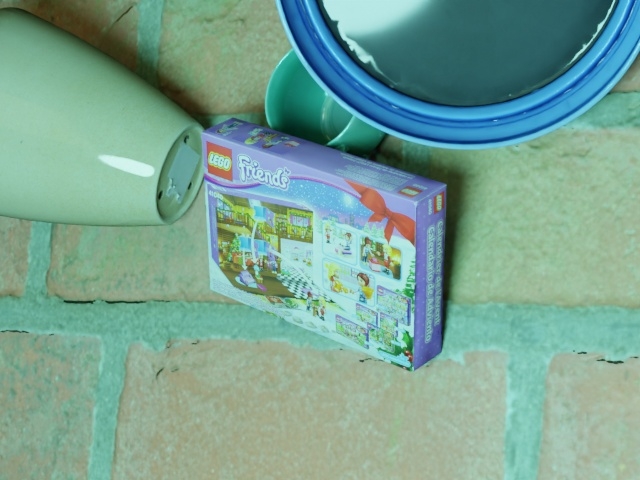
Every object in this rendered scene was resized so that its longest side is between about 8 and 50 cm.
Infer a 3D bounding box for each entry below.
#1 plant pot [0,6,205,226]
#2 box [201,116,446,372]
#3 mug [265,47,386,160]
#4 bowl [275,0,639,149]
[{"bbox_3d":[-0.282,-0.121,1.746,0.274,0.256,0.256,18,89,18],"label":"plant pot"},{"bbox_3d":[0.000,0.000,1.568,0.293,0.057,0.200,20,124,34],"label":"box"},{"bbox_3d":[0.014,-0.138,1.622,0.129,0.097,0.157,13,87,34],"label":"mug"},{"bbox_3d":[0.146,-0.287,1.460,0.391,0.077,0.391,2,109,6],"label":"bowl"}]
